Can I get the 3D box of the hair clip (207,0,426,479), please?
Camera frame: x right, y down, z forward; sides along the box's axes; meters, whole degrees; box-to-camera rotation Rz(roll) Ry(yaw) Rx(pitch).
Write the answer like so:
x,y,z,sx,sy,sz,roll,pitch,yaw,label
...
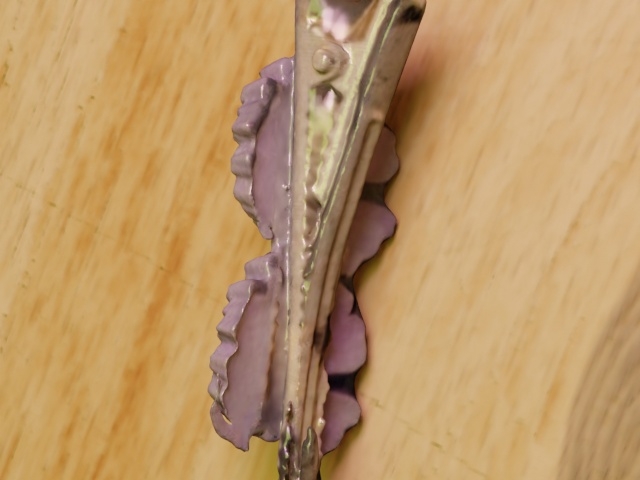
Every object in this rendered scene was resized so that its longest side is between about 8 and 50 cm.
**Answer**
x,y,z,sx,sy,sz,roll,pitch,yaw,label
0.000,0.000,0.991,0.084,0.106,0.292,9,91,37,hair clip
